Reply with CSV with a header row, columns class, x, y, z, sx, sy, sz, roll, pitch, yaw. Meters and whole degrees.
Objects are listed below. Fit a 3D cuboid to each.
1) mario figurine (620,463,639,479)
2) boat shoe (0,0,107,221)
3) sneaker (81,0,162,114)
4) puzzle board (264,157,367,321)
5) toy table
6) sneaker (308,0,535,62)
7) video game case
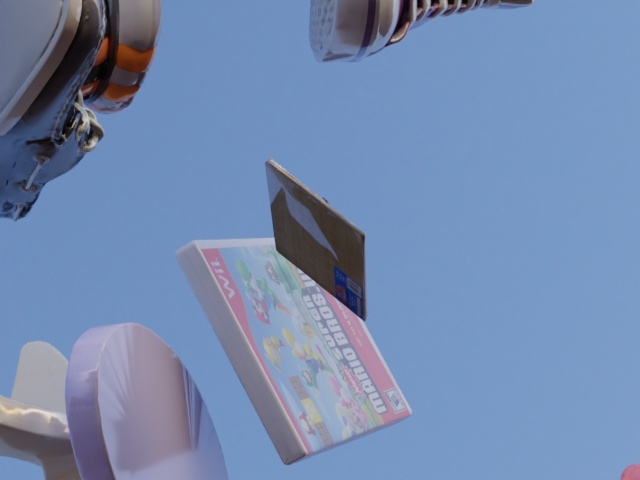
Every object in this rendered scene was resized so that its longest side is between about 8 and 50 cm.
class,x,y,z,sx,sy,sz,roll,pitch,yaw
mario figurine,0.231,0.299,1.265,0.170,0.198,0.321,19,-69,-14
boat shoe,-0.135,-0.063,0.728,0.065,0.075,0.206,10,-28,-28
sneaker,-0.205,-0.215,0.892,0.180,0.321,0.125,7,-45,-30
puzzle board,0.000,0.000,1.157,0.011,0.096,0.128,-43,-24,-20
toy table,-0.192,0.180,1.256,0.160,0.252,0.274,-9,-51,17
sneaker,0.073,-0.176,0.965,0.161,0.282,0.102,4,-68,2
video game case,-0.016,0.090,1.406,0.025,0.204,0.285,-32,-10,19
